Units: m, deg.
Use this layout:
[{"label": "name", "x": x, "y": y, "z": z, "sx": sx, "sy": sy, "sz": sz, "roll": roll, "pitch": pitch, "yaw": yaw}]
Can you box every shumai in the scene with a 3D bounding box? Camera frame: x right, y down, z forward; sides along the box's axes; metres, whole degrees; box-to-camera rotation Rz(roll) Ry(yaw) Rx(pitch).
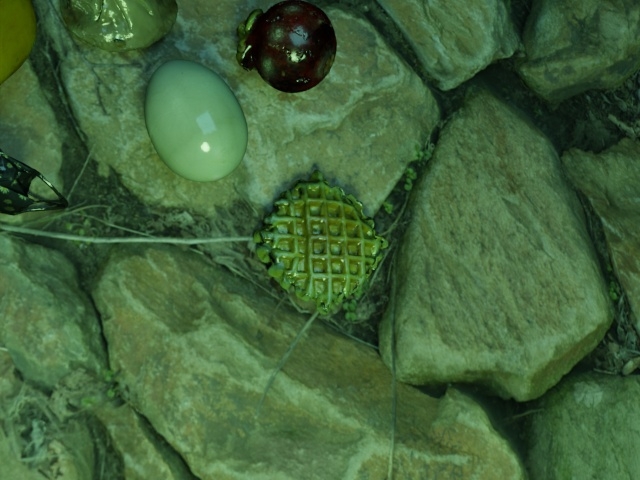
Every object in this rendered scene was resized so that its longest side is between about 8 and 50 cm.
[{"label": "shumai", "x": -0.324, "y": -0.413, "z": 1.300, "sx": 0.201, "sy": 0.120, "sz": 0.201, "roll": 8, "pitch": 67, "yaw": -19}]

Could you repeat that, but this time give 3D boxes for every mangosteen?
[{"label": "mangosteen", "x": -0.064, "y": -0.334, "z": 1.373, "sx": 0.180, "sy": 0.166, "sz": 0.166, "roll": 15, "pitch": 63, "yaw": 14}]

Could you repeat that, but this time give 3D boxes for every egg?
[{"label": "egg", "x": -0.199, "y": -0.190, "z": 1.261, "sx": 0.151, "sy": 0.151, "sz": 0.209, "roll": -19, "pitch": 73, "yaw": -28}]

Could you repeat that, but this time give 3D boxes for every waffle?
[{"label": "waffle", "x": 0.000, "y": 0.000, "z": 1.336, "sx": 0.208, "sy": 0.054, "sz": 0.214, "roll": 46, "pitch": 63, "yaw": 1}]

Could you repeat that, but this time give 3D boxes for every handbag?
[{"label": "handbag", "x": -0.430, "y": -0.071, "z": 1.151, "sx": 0.139, "sy": 0.115, "sz": 0.072, "roll": 18, "pitch": 64, "yaw": -37}]

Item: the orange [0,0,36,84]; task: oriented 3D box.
[{"label": "orange", "x": -0.538, "y": -0.311, "z": 1.107, "sx": 0.279, "sy": 0.235, "sz": 0.279, "roll": 5, "pitch": 61, "yaw": -10}]
